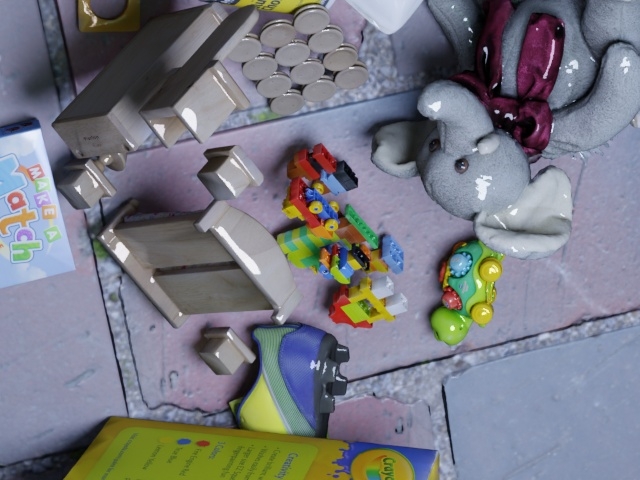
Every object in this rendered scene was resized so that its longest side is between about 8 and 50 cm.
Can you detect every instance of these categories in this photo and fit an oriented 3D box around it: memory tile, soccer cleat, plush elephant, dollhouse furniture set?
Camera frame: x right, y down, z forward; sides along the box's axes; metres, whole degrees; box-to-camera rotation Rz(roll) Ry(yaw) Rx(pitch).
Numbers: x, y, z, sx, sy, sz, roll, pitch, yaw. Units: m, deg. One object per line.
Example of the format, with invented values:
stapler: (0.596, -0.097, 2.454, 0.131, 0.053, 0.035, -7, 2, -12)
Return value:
memory tile: (-0.022, -0.182, 1.891, 0.113, 0.012, 0.148, -22, 147, 13)
soccer cleat: (-0.045, 0.220, 2.052, 0.121, 0.093, 0.289, 15, 112, 13)
plush elephant: (0.180, -0.135, 1.869, 0.255, 0.272, 0.330, -46, 141, -22)
dollhouse furniture set: (-0.073, -0.045, 1.857, 0.355, 0.303, 0.174, 52, 59, -24)

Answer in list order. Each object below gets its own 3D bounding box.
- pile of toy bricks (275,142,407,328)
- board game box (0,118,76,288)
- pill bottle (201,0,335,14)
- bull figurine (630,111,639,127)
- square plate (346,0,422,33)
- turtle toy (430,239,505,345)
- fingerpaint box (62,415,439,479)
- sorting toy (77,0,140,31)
pile of toy bricks: (0.000, 0.000, 1.975, 0.105, 0.118, 0.212, -20, 133, 24)
board game box: (-0.370, -0.021, 1.898, 0.212, 0.039, 0.160, -15, 111, -9)
pill bottle: (-0.075, -0.280, 1.827, 0.184, 0.103, 0.103, 4, 108, -28)
bull figurine: (0.359, -0.270, 1.956, 0.188, 0.101, 0.310, -28, 112, -1)
square plate: (0.050, -0.435, 1.781, 0.344, 0.049, 0.347, 40, 82, -12)
turtle toy: (0.159, 0.055, 2.033, 0.066, 0.095, 0.130, 12, 106, 5)
fingerpaint box: (-0.100, 0.351, 1.817, 0.371, 0.445, 0.163, 4, 111, 11)
sorting toy: (-0.211, -0.366, 1.810, 0.196, 0.047, 0.347, -14, 112, -9)
